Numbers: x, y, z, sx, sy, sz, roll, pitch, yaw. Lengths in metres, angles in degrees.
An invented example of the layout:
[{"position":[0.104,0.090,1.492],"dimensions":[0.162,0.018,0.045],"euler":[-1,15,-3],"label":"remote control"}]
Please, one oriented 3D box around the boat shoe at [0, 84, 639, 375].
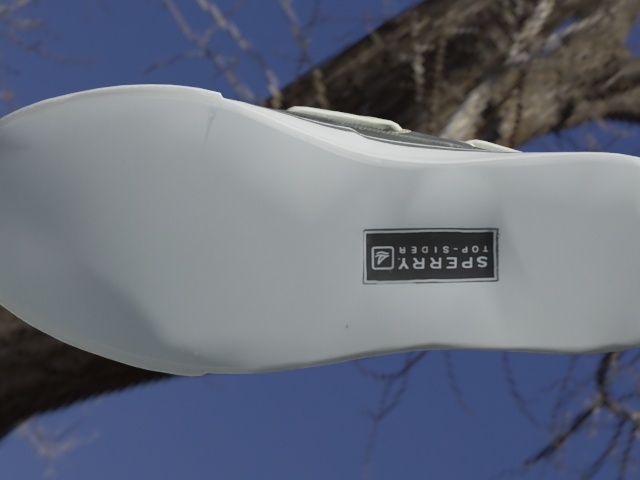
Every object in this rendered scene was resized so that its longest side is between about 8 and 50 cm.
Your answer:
[{"position":[0.000,0.000,0.538],"dimensions":[0.070,0.219,0.078],"euler":[-164,-100,-74],"label":"boat shoe"}]
